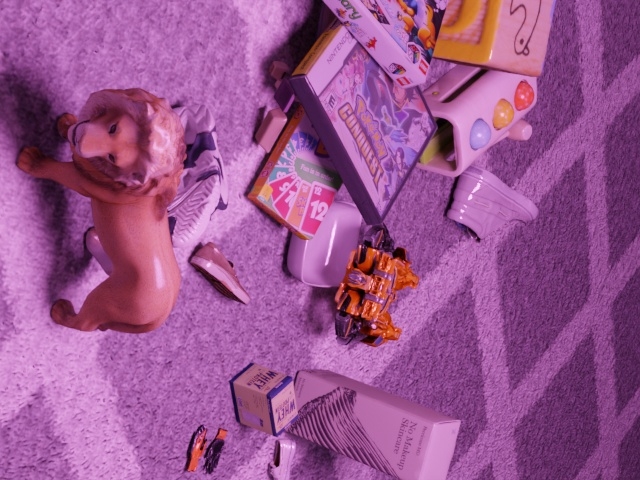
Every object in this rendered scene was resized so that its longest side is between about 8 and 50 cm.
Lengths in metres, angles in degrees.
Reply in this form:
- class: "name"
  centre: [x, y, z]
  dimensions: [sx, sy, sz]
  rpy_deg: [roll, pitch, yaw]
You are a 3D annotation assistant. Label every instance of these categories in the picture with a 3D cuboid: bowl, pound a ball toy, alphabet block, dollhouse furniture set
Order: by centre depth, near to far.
- class: "dollhouse furniture set"
  centre: [-0.047, -0.191, 1.862]
  dimensions: [0.081, 0.091, 0.114]
  rpy_deg: [10, 125, -35]
- class: "bowl"
  centre: [0.000, 0.000, 2.011]
  dimensions: [0.142, 0.053, 0.142]
  rpy_deg: [8, 97, -56]
- class: "alphabet block"
  centre: [0.265, -0.389, 2.112]
  dimensions: [0.197, 0.193, 0.193]
  rpy_deg: [-1, 102, -55]
- class: "pound a ball toy"
  centre: [0.305, -0.213, 2.287]
  dimensions: [0.319, 0.135, 0.208]
  rpy_deg: [-40, 133, -39]

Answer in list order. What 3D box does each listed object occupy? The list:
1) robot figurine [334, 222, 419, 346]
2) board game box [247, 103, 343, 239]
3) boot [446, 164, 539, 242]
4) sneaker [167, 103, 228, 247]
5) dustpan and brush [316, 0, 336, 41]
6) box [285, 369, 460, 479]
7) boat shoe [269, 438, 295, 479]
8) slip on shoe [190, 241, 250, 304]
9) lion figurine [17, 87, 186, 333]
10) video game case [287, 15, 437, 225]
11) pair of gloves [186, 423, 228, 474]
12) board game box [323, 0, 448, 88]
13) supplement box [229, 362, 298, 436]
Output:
- class: "robot figurine"
  centre: [0.095, 0.085, 2.095]
  dimensions: [0.291, 0.085, 0.211]
  rpy_deg: [39, 69, -75]
- class: "board game box"
  centre: [-0.002, -0.142, 1.915]
  dimensions: [0.124, 0.039, 0.259]
  rpy_deg: [38, 70, -33]
- class: "boot"
  centre: [0.328, -0.052, 2.439]
  dimensions: [0.258, 0.095, 0.123]
  rpy_deg: [27, 88, -48]
- class: "sneaker"
  centre: [-0.167, -0.050, 1.668]
  dimensions: [0.153, 0.094, 0.235]
  rpy_deg: [77, 3, -48]
- class: "dustpan and brush"
  centre: [0.081, -0.320, 1.992]
  dimensions: [0.211, 0.060, 0.147]
  rpy_deg: [-6, 108, -53]
- class: "box"
  centre: [0.082, 0.302, 2.047]
  dimensions: [0.094, 0.275, 0.113]
  rpy_deg: [9, 96, -56]
- class: "boat shoe"
  centre: [-0.070, 0.377, 2.084]
  dimensions: [0.035, 0.035, 0.100]
  rpy_deg: [10, 99, -28]
- class: "slip on shoe"
  centre: [-0.139, 0.050, 1.838]
  dimensions: [0.135, 0.051, 0.041]
  rpy_deg: [45, 68, -43]
- class: "lion figurine"
  centre: [-0.233, -0.016, 1.507]
  dimensions: [0.142, 0.240, 0.392]
  rpy_deg: [-43, 136, -37]
- class: "video game case"
  centre: [0.073, -0.206, 1.902]
  dimensions: [0.275, 0.035, 0.248]
  rpy_deg: [60, 42, -29]
- class: "pair of gloves"
  centre: [-0.175, 0.321, 1.927]
  dimensions: [0.083, 0.010, 0.074]
  rpy_deg: [25, 81, -58]
- class: "board game box"
  centre: [0.076, -0.395, 1.860]
  dimensions: [0.305, 0.053, 0.193]
  rpy_deg: [43, 51, -37]
- class: "supplement box"
  centre: [-0.088, 0.248, 1.956]
  dimensions: [0.056, 0.083, 0.083]
  rpy_deg: [-38, 132, -41]
